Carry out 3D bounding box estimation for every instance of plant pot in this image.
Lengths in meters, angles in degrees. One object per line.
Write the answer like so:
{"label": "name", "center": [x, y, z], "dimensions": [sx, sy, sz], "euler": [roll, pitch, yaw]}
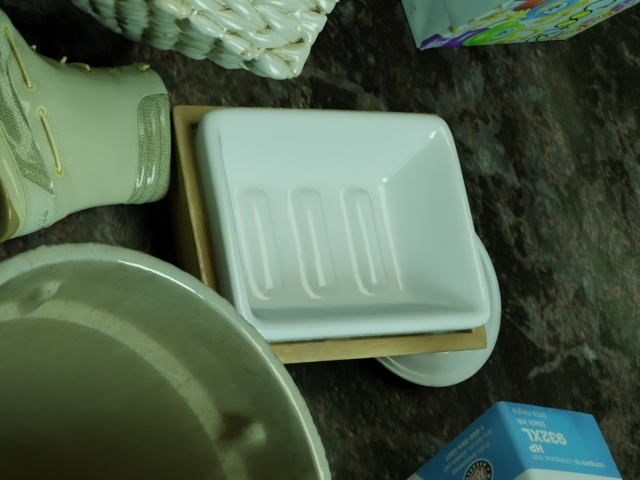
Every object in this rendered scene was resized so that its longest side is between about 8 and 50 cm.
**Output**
{"label": "plant pot", "center": [-0.210, 0.207, 1.143], "dimensions": [0.334, 0.305, 0.334], "euler": [21, 57, -37]}

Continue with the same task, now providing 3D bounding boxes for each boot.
{"label": "boot", "center": [-0.230, -0.139, 1.437], "dimensions": [0.203, 0.095, 0.262], "euler": [-16, 85, -47]}

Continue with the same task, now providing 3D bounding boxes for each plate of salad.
{"label": "plate of salad", "center": [0.092, 0.047, 1.715], "dimensions": [0.199, 0.048, 0.200], "euler": [13, 66, -31]}

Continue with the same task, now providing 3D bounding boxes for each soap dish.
{"label": "soap dish", "center": [0.000, 0.000, 1.562], "dimensions": [0.290, 0.118, 0.229], "euler": [-1, 72, -35]}

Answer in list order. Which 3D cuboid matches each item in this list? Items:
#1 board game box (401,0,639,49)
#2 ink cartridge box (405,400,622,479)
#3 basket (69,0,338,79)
{"label": "board game box", "center": [0.221, -0.305, 1.937], "dimensions": [0.275, 0.142, 0.144], "euler": [-11, 80, -47]}
{"label": "ink cartridge box", "center": [0.174, 0.325, 1.477], "dimensions": [0.129, 0.223, 0.307], "euler": [14, 43, -41]}
{"label": "basket", "center": [-0.145, -0.324, 1.397], "dimensions": [0.328, 0.331, 0.266], "euler": [29, 87, -33]}
